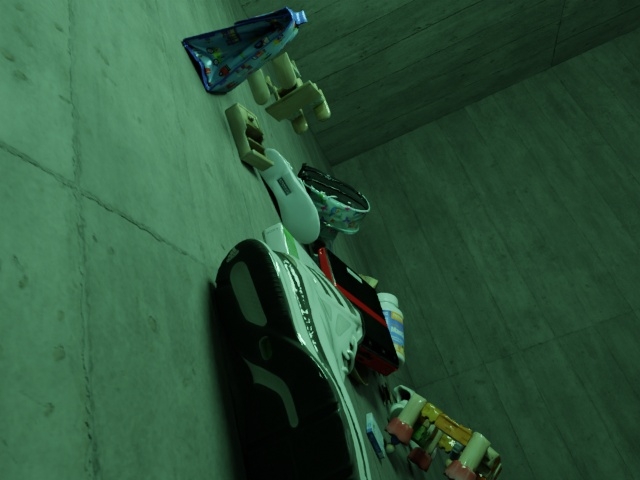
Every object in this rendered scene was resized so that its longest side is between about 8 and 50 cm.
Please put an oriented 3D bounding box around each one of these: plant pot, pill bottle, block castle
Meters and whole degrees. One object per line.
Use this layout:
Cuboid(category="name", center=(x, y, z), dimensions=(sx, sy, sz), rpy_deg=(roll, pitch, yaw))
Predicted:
Cuboid(category="plant pot", center=(0.092, 0.342, 1.397), dimensions=(0.236, 0.032, 0.236), rpy_deg=(-24, 90, -80))
Cuboid(category="pill bottle", center=(0.238, 0.338, 1.674), dimensions=(0.272, 0.152, 0.152), rpy_deg=(-82, 152, -41))
Cuboid(category="block castle", center=(0.402, 0.727, 1.465), dimensions=(0.303, 0.213, 0.453), rpy_deg=(26, -23, 37))

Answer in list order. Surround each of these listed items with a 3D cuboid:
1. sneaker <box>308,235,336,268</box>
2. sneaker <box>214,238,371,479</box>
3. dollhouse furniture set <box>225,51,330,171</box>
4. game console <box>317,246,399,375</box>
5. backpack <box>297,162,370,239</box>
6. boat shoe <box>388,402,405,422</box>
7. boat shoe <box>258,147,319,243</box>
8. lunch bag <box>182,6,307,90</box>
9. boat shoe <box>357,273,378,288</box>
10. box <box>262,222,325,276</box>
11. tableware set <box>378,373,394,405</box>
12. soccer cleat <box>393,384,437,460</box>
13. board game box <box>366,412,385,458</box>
Cuboid(category="sneaker", center=(0.000, 0.000, 1.539), dimensions=(0.092, 0.087, 0.229), rpy_deg=(56, 12, -41))
Cuboid(category="sneaker", center=(0.019, 0.208, 0.654), dimensions=(0.257, 0.169, 0.448), rpy_deg=(18, 43, -49))
Cuboid(category="dollhouse furniture set", center=(-0.106, -0.318, 1.165), dimensions=(0.212, 0.242, 0.161), rpy_deg=(19, 48, -65))
Cuboid(category="game console", center=(0.122, 0.236, 1.430), dimensions=(0.386, 0.060, 0.342), rpy_deg=(41, 26, -47))
Cuboid(category="backpack", center=(0.030, -0.118, 1.477), dimensions=(0.225, 0.253, 0.191), rpy_deg=(-96, -155, -63))
Cuboid(category="boat shoe", center=(0.295, 0.664, 1.668), dimensions=(0.081, 0.079, 0.228), rpy_deg=(-112, 180, -53))
Cuboid(category="boat shoe", center=(-0.089, -0.133, 1.318), dimensions=(0.301, 0.108, 0.102), rpy_deg=(59, 11, -6))
Cuboid(category="lunch bag", center=(-0.168, -0.508, 1.152), dimensions=(0.221, 0.293, 0.138), rpy_deg=(-85, 151, -72))
Cuboid(category="boat shoe", center=(0.144, 0.220, 1.792), dimensions=(0.110, 0.122, 0.341), rpy_deg=(28, 16, 11))
Cuboid(category="box", center=(-0.035, 0.130, 1.117), dimensions=(0.322, 0.058, 0.232), rpy_deg=(56, 14, -55))
Cuboid(category="tableware set", center=(0.235, 0.541, 1.723), dimensions=(0.128, 0.039, 0.194), rpy_deg=(77, -2, -73))
Cuboid(category="soccer cleat", center=(0.379, 0.756, 1.858), dimensions=(0.143, 0.116, 0.331), rpy_deg=(44, 17, -27))
Cuboid(category="board game box", center=(0.157, 0.559, 1.275), dimensions=(0.090, 0.020, 0.090), rpy_deg=(-62, 128, -78))
